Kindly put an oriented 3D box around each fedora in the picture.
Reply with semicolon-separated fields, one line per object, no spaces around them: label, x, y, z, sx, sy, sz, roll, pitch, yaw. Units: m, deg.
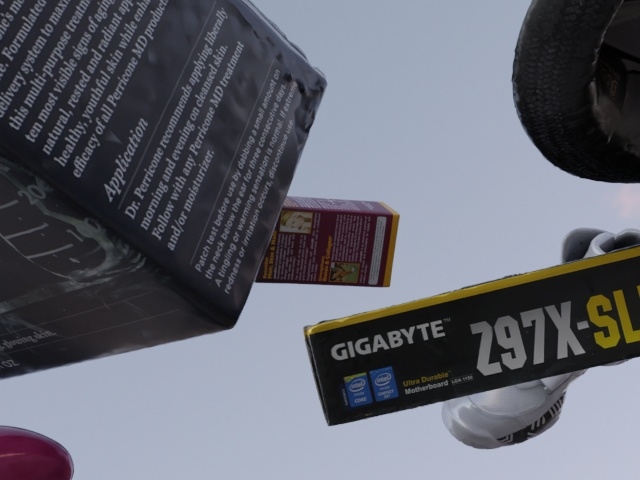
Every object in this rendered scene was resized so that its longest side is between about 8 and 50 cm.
fedora;0.239;-0.181;0.638;0.334;0.153;0.334;-18;-32;-11

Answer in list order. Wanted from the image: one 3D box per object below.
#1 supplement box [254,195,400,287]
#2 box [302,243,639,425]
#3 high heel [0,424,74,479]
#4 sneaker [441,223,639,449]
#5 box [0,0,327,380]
supplement box;0.000;0.000;1.375;0.188;0.081;0.104;3;-77;-16
box;0.167;0.066;0.803;0.321;0.079;0.257;-14;-6;9
high heel;-0.451;0.289;1.081;0.377;0.127;0.181;-19;-2;13
sneaker;0.306;0.110;1.343;0.365;0.137;0.210;-29;-39;-21
box;-0.342;-0.122;0.920;0.479;0.297;0.471;-16;-47;42
